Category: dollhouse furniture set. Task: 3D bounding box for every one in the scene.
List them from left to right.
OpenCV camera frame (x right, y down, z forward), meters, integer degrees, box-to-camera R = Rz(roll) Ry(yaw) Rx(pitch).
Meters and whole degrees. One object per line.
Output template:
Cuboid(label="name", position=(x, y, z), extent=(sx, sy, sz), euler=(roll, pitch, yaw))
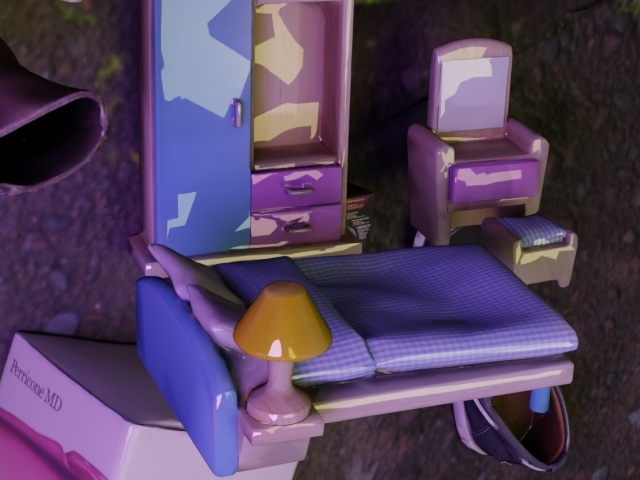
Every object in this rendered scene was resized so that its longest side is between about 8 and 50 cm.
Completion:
Cuboid(label="dollhouse furniture set", position=(0.044, -0.040, 0.828), extent=(0.286, 0.303, 0.198), euler=(-6, 114, -19))

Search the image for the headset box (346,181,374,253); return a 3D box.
Cuboid(label="headset box", position=(0.000, 0.000, 1.027), extent=(0.062, 0.032, 0.083), euler=(-11, 114, -35))

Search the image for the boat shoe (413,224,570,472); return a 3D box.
Cuboid(label="boat shoe", position=(0.129, 0.071, 1.132), extent=(0.084, 0.079, 0.233), euler=(-34, 125, -22))

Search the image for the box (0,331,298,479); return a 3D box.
Cuboid(label="box", position=(-0.129, 0.189, 0.924), extent=(0.127, 0.148, 0.232), euler=(11, 100, -40))

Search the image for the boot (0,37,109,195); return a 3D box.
Cuboid(label="boot", position=(-0.244, -0.049, 0.691), extent=(0.248, 0.207, 0.090), euler=(-23, 121, -30))

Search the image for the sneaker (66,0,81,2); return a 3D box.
Cuboid(label="sneaker", position=(-0.189, -0.213, 0.745), extent=(0.235, 0.094, 0.153), euler=(11, 100, -41))
